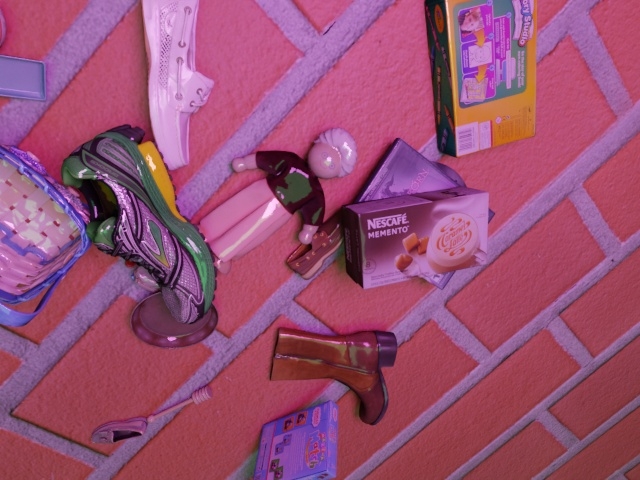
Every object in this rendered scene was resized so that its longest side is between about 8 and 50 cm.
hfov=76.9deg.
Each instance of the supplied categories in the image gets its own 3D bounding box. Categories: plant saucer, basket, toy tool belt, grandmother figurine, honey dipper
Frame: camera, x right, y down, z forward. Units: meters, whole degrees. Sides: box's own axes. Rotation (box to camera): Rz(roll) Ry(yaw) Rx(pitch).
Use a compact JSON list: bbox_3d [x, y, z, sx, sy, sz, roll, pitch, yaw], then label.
[{"bbox_3d":[-0.507,-0.245,0.575,0.192,0.018,0.067,-6,141,-37],"label":"plant saucer"},{"bbox_3d":[-0.475,-0.025,0.574,0.201,0.289,0.255,-39,114,7],"label":"basket"},{"bbox_3d":[-0.293,0.154,0.819,0.168,0.029,0.168,-9,129,-12],"label":"plant saucer"},{"bbox_3d":[-0.340,0.065,0.775,0.083,0.052,0.051,35,146,-18],"label":"toy tool belt"},{"bbox_3d":[-0.073,-0.078,0.746,0.342,0.104,0.208,-38,119,7],"label":"grandmother figurine"},{"bbox_3d":[-0.326,0.382,0.925,0.160,0.030,0.030,-27,116,2],"label":"honey dipper"}]

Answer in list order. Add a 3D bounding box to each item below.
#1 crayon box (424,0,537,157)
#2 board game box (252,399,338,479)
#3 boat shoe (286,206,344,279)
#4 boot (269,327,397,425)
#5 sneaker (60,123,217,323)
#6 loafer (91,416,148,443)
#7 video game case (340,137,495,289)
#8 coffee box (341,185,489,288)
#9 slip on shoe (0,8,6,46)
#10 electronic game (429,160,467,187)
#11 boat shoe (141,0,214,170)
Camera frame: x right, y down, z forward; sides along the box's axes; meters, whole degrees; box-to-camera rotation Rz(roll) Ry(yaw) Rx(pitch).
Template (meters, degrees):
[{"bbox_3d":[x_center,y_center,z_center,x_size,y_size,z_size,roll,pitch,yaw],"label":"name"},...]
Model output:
[{"bbox_3d":[0.296,-0.310,0.735,0.165,0.081,0.279,-16,115,-6],"label":"crayon box"},{"bbox_3d":[-0.056,0.473,0.917,0.211,0.160,0.039,-30,118,24],"label":"board game box"},{"bbox_3d":[0.000,0.000,0.813,0.060,0.064,0.178,33,105,-24],"label":"boat shoe"},{"bbox_3d":[0.023,0.326,0.944,0.280,0.096,0.264,2,118,-9],"label":"boot"},{"bbox_3d":[-0.291,0.001,0.654,0.134,0.146,0.344,-6,117,34],"label":"sneaker"},{"bbox_3d":[-0.458,0.437,0.914,0.125,0.039,0.045,-14,116,-6],"label":"loafer"},{"bbox_3d":[0.200,-0.044,0.805,0.274,0.026,0.196,31,95,-22],"label":"video game case"},{"bbox_3d":[0.172,-0.011,0.740,0.246,0.098,0.141,-9,107,-13],"label":"coffee box"},{"bbox_3d":[-0.608,-0.275,0.544,0.331,0.101,0.123,-13,113,-8],"label":"slip on shoe"},{"bbox_3d":[0.213,-0.051,0.846,0.229,0.048,0.229,-4,106,-15],"label":"electronic game"},{"bbox_3d":[-0.218,-0.249,0.640,0.096,0.098,0.277,-2,112,-11],"label":"boat shoe"}]
